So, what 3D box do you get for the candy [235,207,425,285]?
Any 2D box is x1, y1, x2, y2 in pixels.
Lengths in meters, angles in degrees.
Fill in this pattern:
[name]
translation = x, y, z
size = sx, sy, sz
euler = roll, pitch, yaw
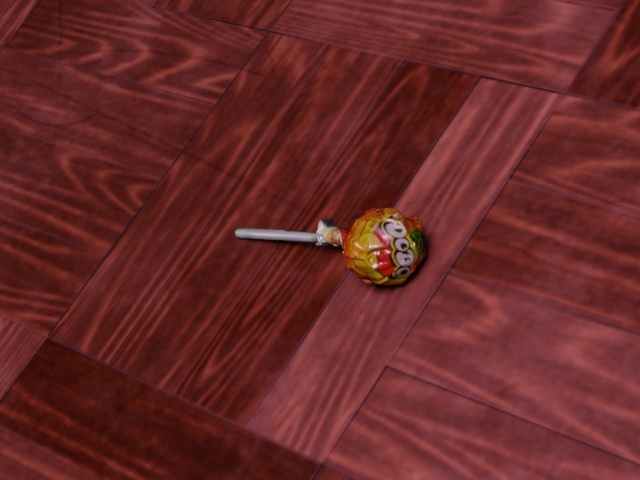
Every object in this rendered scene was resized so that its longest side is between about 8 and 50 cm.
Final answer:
[candy]
translation = 0.000, 0.000, 1.302
size = 0.201, 0.060, 0.060
euler = 6, 59, 48
